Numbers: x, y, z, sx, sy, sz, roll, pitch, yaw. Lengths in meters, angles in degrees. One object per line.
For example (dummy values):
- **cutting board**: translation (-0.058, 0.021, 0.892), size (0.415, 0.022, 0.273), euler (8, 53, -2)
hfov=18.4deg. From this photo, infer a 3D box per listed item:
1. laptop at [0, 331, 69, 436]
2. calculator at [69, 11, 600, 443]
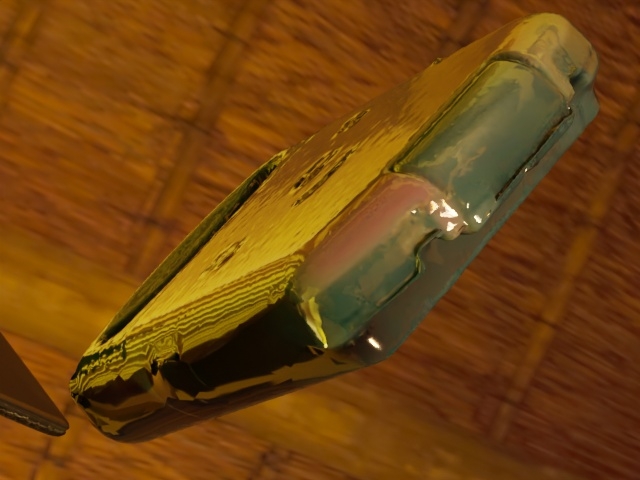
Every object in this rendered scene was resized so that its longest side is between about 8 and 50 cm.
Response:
- **laptop**: translation (-0.214, 0.031, 1.051), size (0.016, 0.129, 0.180), euler (-47, -125, 6)
- **calculator**: translation (0.000, 0.000, 0.786), size (0.173, 0.051, 0.293), euler (-49, -168, -29)
